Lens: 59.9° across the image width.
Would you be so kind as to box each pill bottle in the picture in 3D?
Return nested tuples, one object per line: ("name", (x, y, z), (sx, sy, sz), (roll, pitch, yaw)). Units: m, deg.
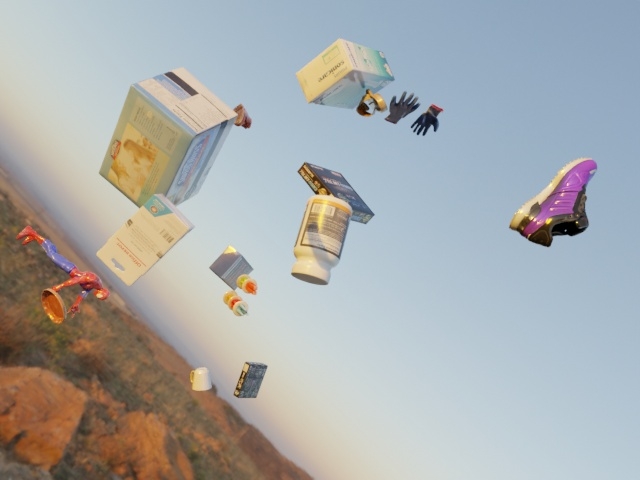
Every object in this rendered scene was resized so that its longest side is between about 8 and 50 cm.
("pill bottle", (0.000, 0.000, 1.869), (0.162, 0.278, 0.162), (15, -16, 4))

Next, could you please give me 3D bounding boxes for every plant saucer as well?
("plant saucer", (-0.599, 0.147, 1.252), (0.083, 0.013, 0.083), (14, -64, 32))

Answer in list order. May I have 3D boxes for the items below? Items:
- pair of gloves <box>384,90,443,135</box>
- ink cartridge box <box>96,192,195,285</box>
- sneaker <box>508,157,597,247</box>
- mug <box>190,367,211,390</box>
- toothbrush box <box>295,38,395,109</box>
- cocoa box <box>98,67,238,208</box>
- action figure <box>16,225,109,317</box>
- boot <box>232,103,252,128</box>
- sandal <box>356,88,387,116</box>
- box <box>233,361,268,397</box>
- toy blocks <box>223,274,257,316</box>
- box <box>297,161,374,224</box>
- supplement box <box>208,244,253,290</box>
("pair of gloves", (0.318, -0.423, 1.866), (0.198, 0.023, 0.159), (20, -29, -10))
("ink cartridge box", (-0.370, -0.002, 1.178), (0.104, 0.180, 0.060), (46, 4, -7))
("sneaker", (0.636, -0.085, 1.427), (0.146, 0.293, 0.102), (43, -13, 31))
("mug", (-0.395, 0.450, 1.811), (0.062, 0.078, 0.064), (-21, 111, -82))
("toothbrush box", (0.093, -0.585, 1.987), (0.216, 0.295, 0.126), (-28, -99, 36))
("cocoa box", (-0.448, -0.280, 1.622), (0.231, 0.228, 0.347), (40, -53, 2))
("action figure", (-0.711, 0.099, 1.504), (0.280, 0.139, 0.091), (34, -17, -2))
("boot", (-0.283, -0.442, 2.042), (0.084, 0.059, 0.158), (53, 16, -27))
("sandal", (0.161, -0.468, 1.924), (0.088, 0.079, 0.240), (61, 1, -18))
("box", (-0.163, 0.328, 1.305), (0.018, 0.083, 0.067), (18, -2, 36))
("toy blocks", (-0.243, 0.181, 1.782), (0.054, 0.123, 0.148), (44, -8, -31))
("box", (0.073, -0.212, 2.491), (0.295, 0.073, 0.293), (10, 39, -55))
("supplement box", (-0.367, 0.117, 2.312), (0.073, 0.130, 0.239), (39, -11, 16))
